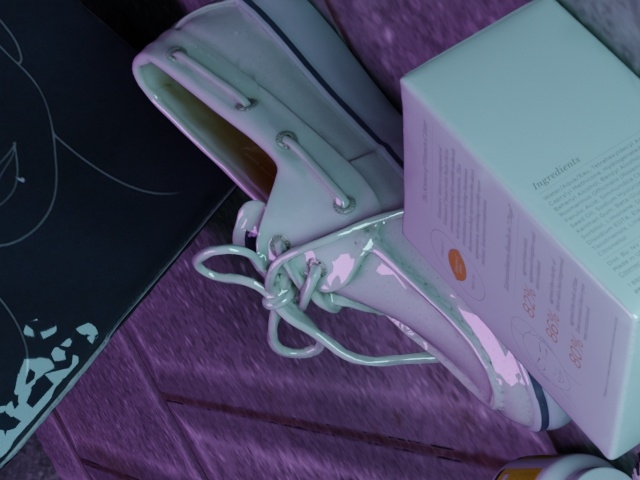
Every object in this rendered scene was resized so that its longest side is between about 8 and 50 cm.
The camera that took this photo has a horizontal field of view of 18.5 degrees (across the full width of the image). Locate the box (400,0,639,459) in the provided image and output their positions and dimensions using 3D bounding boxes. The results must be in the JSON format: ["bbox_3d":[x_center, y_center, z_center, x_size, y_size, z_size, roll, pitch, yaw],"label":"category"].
[{"bbox_3d":[0.123,-0.007,0.930,0.170,0.091,0.130,49,160,29],"label":"box"}]

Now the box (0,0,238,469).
[{"bbox_3d":[-0.393,-0.025,1.471,0.472,0.480,0.297,42,165,-8],"label":"box"}]

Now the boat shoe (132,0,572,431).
[{"bbox_3d":[-0.001,-0.006,1.163,0.367,0.156,0.136,51,161,26],"label":"boat shoe"}]

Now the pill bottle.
[{"bbox_3d":[0.147,0.160,1.176,0.065,0.065,0.116,60,163,-1],"label":"pill bottle"}]

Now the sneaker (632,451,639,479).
[{"bbox_3d":[0.215,0.117,0.898,0.106,0.078,0.234,60,161,8],"label":"sneaker"}]
